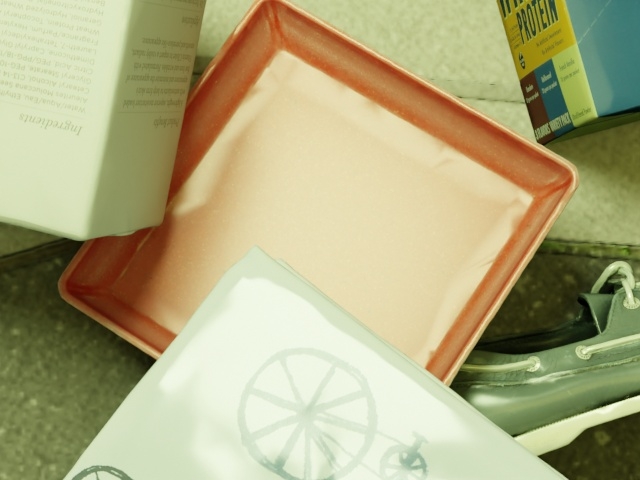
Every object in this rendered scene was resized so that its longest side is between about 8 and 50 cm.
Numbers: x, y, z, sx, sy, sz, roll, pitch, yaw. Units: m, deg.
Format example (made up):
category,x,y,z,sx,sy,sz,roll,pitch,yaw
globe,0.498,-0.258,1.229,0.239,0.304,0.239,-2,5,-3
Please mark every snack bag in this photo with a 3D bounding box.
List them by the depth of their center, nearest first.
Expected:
category,x,y,z,sx,sy,sz,roll,pitch,yaw
snack bag,-0.023,0.221,1.075,0.323,0.037,0.342,37,80,17

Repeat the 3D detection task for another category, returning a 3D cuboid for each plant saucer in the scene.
category,x,y,z,sx,sy,sz,roll,pitch,yaw
plant saucer,0.000,0.000,1.185,0.259,0.048,0.258,31,80,14

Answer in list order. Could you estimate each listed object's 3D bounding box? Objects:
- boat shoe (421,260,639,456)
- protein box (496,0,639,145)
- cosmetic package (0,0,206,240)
category,x,y,z,sx,sy,sz,roll,pitch,yaw
boat shoe,0.208,0.067,1.212,0.319,0.116,0.099,-22,89,-5
protein box,0.233,-0.194,1.230,0.200,0.136,0.201,-15,87,-11
cosmetic package,-0.173,-0.106,1.105,0.151,0.151,0.183,14,97,12
